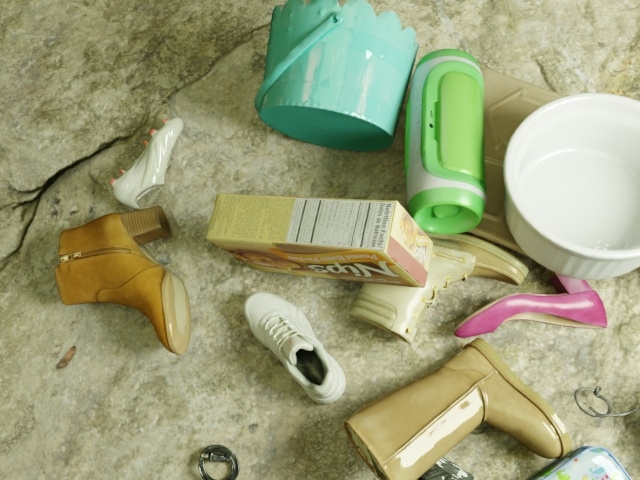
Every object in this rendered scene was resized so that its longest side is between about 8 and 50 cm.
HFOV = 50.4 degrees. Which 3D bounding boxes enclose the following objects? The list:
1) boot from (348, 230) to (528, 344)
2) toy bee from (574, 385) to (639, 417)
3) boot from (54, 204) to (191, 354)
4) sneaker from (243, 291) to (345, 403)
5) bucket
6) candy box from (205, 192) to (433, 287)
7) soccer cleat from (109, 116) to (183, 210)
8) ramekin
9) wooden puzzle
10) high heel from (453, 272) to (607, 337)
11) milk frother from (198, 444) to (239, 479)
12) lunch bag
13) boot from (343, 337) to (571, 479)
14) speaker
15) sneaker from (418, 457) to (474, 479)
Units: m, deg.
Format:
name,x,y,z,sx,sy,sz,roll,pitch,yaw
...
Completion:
name,x,y,z,sx,sy,sz,roll,pitch,yaw
boot,0.195,0.083,1.142,0.262,0.095,0.203,19,76,12
toy bee,0.564,0.269,0.999,0.298,0.162,0.195,16,36,-11
boot,-0.354,0.089,1.202,0.211,0.104,0.295,-19,67,5
sneaker,-0.045,0.166,1.130,0.090,0.115,0.232,-43,74,-8
bucket,0.025,-0.277,1.181,0.281,0.281,0.183,11,83,9
candy box,0.000,0.000,1.093,0.316,0.183,0.087,4,73,28
soccer cleat,-0.312,-0.145,1.283,0.076,0.068,0.196,37,81,-1
ramekin,0.414,-0.074,1.039,0.277,0.135,0.277,-3,65,6
wooden puzzle,0.364,-0.119,1.187,0.348,0.080,0.322,22,69,16
high heel,0.348,0.137,1.128,0.244,0.082,0.117,-23,78,-8
milk frother,-0.173,0.395,1.063,0.129,0.135,0.143,2,74,-26
lunch bag,0.381,0.430,1.022,0.219,0.090,0.176,-33,72,-5
boot,0.210,0.302,1.045,0.269,0.089,0.236,-29,59,-23
speaker,0.206,-0.164,1.114,0.131,0.131,0.296,3,64,6
sneaker,0.175,0.385,1.076,0.170,0.051,0.089,28,73,10
